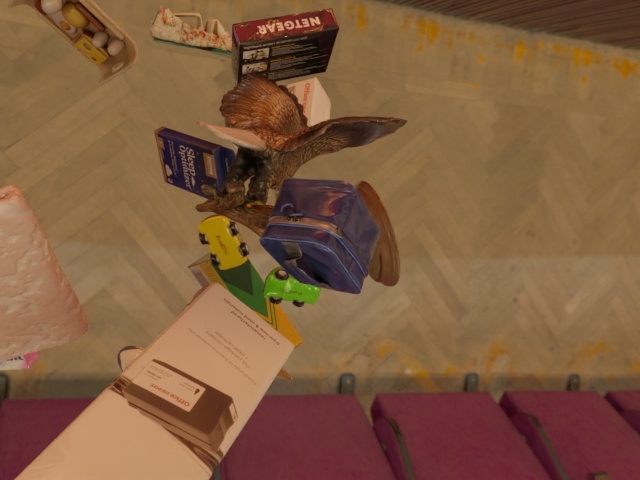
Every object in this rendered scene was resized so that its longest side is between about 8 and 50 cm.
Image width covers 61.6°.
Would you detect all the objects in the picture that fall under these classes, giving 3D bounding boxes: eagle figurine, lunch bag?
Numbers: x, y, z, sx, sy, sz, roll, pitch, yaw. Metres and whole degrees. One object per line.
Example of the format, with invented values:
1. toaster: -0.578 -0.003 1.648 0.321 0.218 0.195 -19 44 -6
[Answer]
1. eagle figurine: -0.046 -0.137 0.776 0.226 0.225 0.298 43 65 -17
2. lunch bag: 0.000 0.000 0.411 0.098 0.067 0.065 49 52 -52

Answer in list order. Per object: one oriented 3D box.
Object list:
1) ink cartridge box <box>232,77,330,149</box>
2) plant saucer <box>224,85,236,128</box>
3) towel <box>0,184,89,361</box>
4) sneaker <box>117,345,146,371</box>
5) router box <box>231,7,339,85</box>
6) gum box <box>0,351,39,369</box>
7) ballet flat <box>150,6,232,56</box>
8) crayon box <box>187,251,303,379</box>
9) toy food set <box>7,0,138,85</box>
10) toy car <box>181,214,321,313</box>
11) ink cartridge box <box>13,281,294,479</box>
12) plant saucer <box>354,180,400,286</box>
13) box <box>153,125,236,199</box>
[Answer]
1. ink cartridge box: -0.119 -0.373 1.675 0.115 0.273 0.198 49 39 -52
2. plant saucer: -0.215 -0.347 1.434 0.029 0.168 0.168 17 98 9
3. towel: -0.517 0.092 0.733 0.317 0.053 0.331 -20 147 -21
4. sneaker: -0.544 0.430 1.684 0.296 0.131 0.112 37 82 20
5. router box: -0.066 -0.339 0.955 0.179 0.133 0.046 -16 77 -15
6. gum box: -0.947 0.322 1.582 0.189 0.062 0.107 -5 118 6
7. ballet flat: -0.257 -0.450 1.170 0.241 0.091 0.077 -8 114 -51
8. crayon box: -0.163 0.163 1.230 0.081 0.202 0.318 -36 100 -25
9. toy food set: -0.676 -0.570 1.475 0.306 0.220 0.092 43 56 -34
10. toy car: -0.111 0.066 0.916 0.225 0.053 0.238 10 119 -14
11. ink cartridge box: -0.236 0.282 0.713 0.166 0.395 0.285 39 125 0
12. plant saucer: 0.126 -0.013 1.356 0.041 0.278 0.277 -16 108 -11
13. box: -0.280 -0.168 1.221 0.036 0.225 0.136 -42 142 -42
